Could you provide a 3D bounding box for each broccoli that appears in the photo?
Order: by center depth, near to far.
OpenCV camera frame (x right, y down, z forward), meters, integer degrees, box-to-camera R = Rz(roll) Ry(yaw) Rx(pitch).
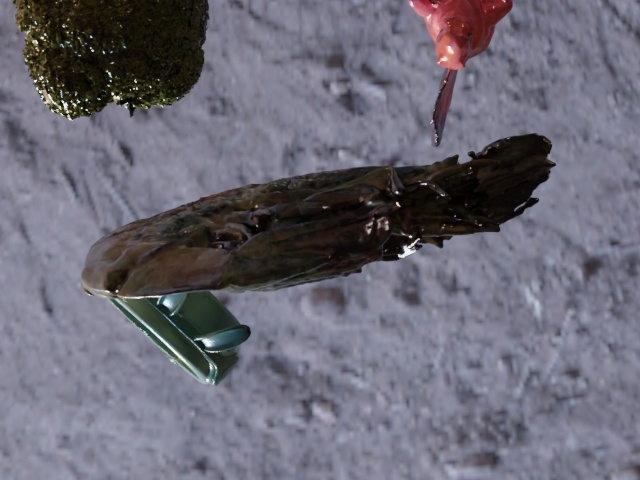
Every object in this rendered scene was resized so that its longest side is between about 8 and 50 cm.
[{"bbox_3d":[-0.123,-0.135,0.917,0.120,0.130,0.131,-12,101,53],"label":"broccoli"}]

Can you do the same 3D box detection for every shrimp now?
[{"bbox_3d":[0.000,0.000,0.511,0.161,0.091,0.034,-12,107,4],"label":"shrimp"}]

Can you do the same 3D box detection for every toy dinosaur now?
[{"bbox_3d":[0.102,-0.143,1.144,0.070,0.286,0.139,6,104,7],"label":"toy dinosaur"}]

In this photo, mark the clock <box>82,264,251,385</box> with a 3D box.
[{"bbox_3d":[-0.085,0.042,0.925,0.101,0.135,0.041,45,80,-17],"label":"clock"}]
